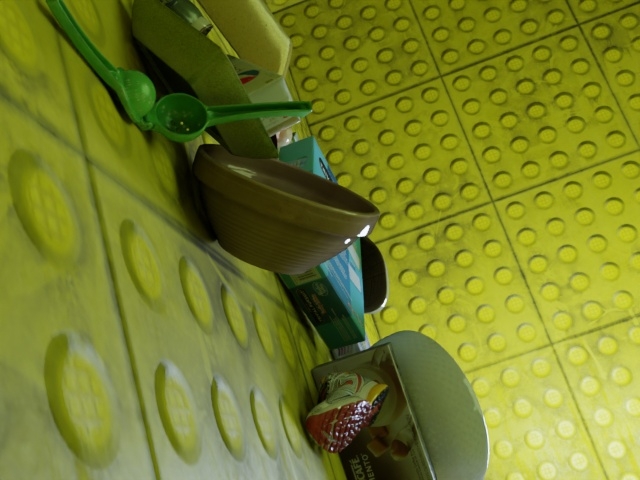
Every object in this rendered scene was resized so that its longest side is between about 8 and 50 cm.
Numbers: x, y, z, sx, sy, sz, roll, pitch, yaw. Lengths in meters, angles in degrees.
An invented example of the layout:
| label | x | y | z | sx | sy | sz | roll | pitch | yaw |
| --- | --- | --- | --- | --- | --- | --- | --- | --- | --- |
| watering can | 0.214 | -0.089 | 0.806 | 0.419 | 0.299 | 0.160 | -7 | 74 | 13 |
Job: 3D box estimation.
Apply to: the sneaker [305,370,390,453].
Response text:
| label | x | y | z | sx | sy | sz | roll | pitch | yaw |
| --- | --- | --- | --- | --- | --- | --- | --- | --- | --- |
| sneaker | 0.025 | 0.254 | 1.121 | 0.088 | 0.093 | 0.225 | -67 | 160 | 9 |

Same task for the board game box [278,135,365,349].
| label | x | y | z | sx | sy | sz | roll | pitch | yaw |
| --- | --- | --- | --- | --- | --- | --- | --- | --- | --- |
| board game box | 0.000 | 0.000 | 1.414 | 0.336 | 0.079 | 0.253 | -90 | 156 | -49 |

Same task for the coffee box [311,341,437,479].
| label | x | y | z | sx | sy | sz | roll | pitch | yaw |
| --- | --- | --- | --- | --- | --- | --- | --- | --- | --- |
| coffee box | 0.093 | 0.314 | 1.264 | 0.098 | 0.141 | 0.246 | 32 | 40 | -81 |

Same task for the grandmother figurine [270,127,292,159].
| label | x | y | z | sx | sy | sz | roll | pitch | yaw |
| --- | --- | --- | --- | --- | --- | --- | --- | --- | --- |
| grandmother figurine | -0.118 | -0.262 | 1.461 | 0.207 | 0.104 | 0.342 | 61 | 4 | -4 |

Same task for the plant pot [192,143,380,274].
| label | x | y | z | sx | sy | sz | roll | pitch | yaw |
| --- | --- | --- | --- | --- | --- | --- | --- | --- | --- |
| plant pot | -0.054 | -0.029 | 0.916 | 0.237 | 0.238 | 0.109 | -85 | -166 | -77 |

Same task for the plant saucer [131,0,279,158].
| label | x | y | z | sx | sy | sz | roll | pitch | yaw |
| --- | --- | --- | --- | --- | --- | --- | --- | --- | --- |
| plant saucer | -0.147 | -0.185 | 0.878 | 0.188 | 0.045 | 0.188 | 42 | -12 | 33 |

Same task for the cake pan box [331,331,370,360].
| label | x | y | z | sx | sy | sz | roll | pitch | yaw |
| --- | --- | --- | --- | --- | --- | --- | --- | --- | --- |
| cake pan box | 0.038 | 0.151 | 1.672 | 0.267 | 0.070 | 0.245 | 31 | 38 | -80 |

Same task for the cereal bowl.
| label | x | y | z | sx | sy | sz | roll | pitch | yaw |
| --- | --- | --- | --- | --- | --- | --- | --- | --- | --- |
| cereal bowl | 0.160 | 0.354 | 1.427 | 0.339 | 0.141 | 0.338 | 36 | -47 | 51 |

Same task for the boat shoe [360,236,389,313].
| label | x | y | z | sx | sy | sz | roll | pitch | yaw |
| --- | --- | --- | --- | --- | --- | --- | --- | --- | --- |
| boat shoe | 0.083 | 0.049 | 1.617 | 0.098 | 0.109 | 0.302 | 59 | 5 | -48 |

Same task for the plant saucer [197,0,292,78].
| label | x | y | z | sx | sy | sz | roll | pitch | yaw |
| --- | --- | --- | --- | --- | --- | --- | --- | --- | --- |
| plant saucer | -0.150 | -0.404 | 1.207 | 0.332 | 0.081 | 0.333 | 53 | 7 | -18 |

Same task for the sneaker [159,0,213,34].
| label | x | y | z | sx | sy | sz | roll | pitch | yaw |
| --- | --- | --- | --- | --- | --- | --- | --- | --- | --- |
| sneaker | -0.194 | -0.298 | 0.986 | 0.086 | 0.064 | 0.192 | 44 | -1 | -16 |

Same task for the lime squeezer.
| label | x | y | z | sx | sy | sz | roll | pitch | yaw |
| --- | --- | --- | --- | --- | --- | --- | --- | --- | --- |
| lime squeezer | -0.152 | -0.145 | 0.735 | 0.310 | 0.110 | 0.058 | 15 | 68 | -46 |

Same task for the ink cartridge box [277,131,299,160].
| label | x | y | z | sx | sy | sz | roll | pitch | yaw |
| --- | --- | --- | --- | --- | --- | --- | --- | --- | --- |
| ink cartridge box | -0.057 | -0.165 | 1.877 | 0.109 | 0.062 | 0.209 | -88 | 157 | -76 |

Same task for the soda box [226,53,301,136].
| label | x | y | z | sx | sy | sz | roll | pitch | yaw |
| --- | --- | --- | --- | --- | --- | --- | --- | --- | --- |
| soda box | -0.112 | -0.203 | 1.037 | 0.216 | 0.074 | 0.069 | 37 | -25 | 57 |
